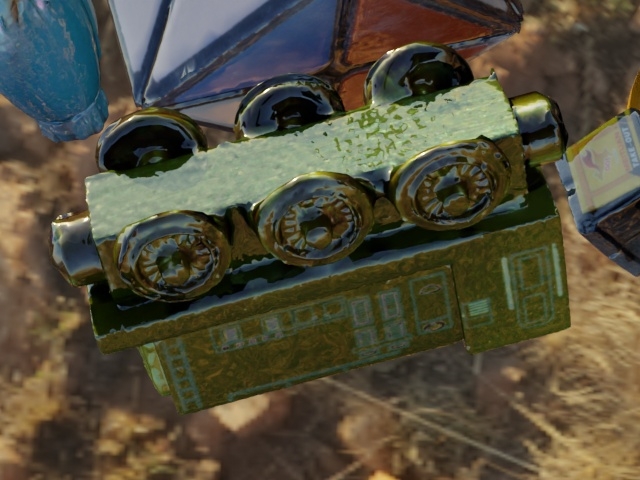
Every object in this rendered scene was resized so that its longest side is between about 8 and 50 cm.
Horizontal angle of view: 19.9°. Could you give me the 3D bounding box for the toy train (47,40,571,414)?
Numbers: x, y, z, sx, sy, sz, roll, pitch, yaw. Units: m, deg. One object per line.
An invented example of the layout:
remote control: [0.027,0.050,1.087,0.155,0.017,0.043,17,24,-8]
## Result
toy train: [0.000,0.000,0.797,0.225,0.137,0.090,-14,44,0]

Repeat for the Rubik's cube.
Rubik's cube: [-0.021,-0.301,1.824,0.305,0.307,0.310,-31,68,33]

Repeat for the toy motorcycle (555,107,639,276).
toy motorcycle: [0.212,0.034,0.868,0.157,0.091,0.263,-32,48,26]

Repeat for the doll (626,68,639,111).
doll: [0.289,-0.093,1.224,0.213,0.236,0.213,-26,49,34]

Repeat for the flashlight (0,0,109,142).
flashlight: [-0.104,-0.079,0.592,0.051,0.129,0.051,-7,52,10]
